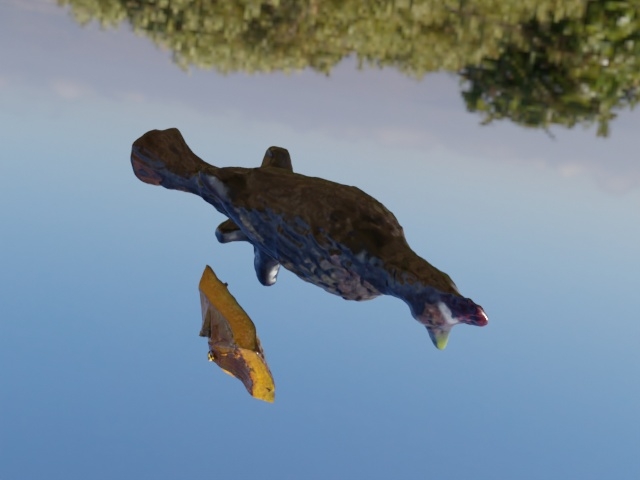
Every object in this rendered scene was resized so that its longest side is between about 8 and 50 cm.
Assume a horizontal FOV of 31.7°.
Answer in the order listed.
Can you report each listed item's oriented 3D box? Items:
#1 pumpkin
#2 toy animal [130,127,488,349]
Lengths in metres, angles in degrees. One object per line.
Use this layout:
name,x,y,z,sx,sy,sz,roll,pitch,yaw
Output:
pumpkin,-0.072,0.077,0.880,0.035,0.073,0.101,-22,-133,-21
toy animal,0.001,0.001,0.546,0.202,0.070,0.105,29,178,37
